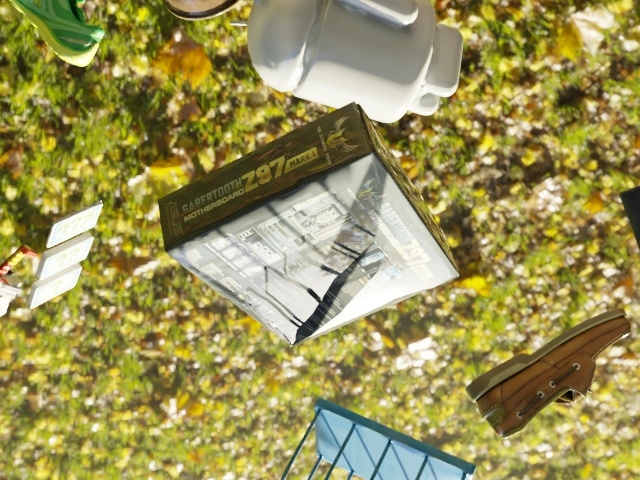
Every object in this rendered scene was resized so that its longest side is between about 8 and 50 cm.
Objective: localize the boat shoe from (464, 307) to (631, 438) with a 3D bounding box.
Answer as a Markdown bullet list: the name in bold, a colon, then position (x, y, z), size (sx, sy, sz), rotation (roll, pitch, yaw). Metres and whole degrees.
- **boat shoe**: position (0.380, 0.213, 1.288), size (0.307, 0.104, 0.111), rotation (-25, 157, -14)

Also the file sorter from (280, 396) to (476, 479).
- **file sorter**: position (0.052, 0.259, 0.817), size (0.170, 0.104, 0.118), rotation (21, 142, 18)

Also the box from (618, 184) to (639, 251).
- **box**: position (0.582, 0.031, 0.975), size (0.343, 0.313, 0.179), rotation (-14, 174, -31)

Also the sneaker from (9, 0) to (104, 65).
- **sneaker**: position (-0.548, -0.488, 1.657), size (0.123, 0.295, 0.109), rotation (-43, 175, 8)

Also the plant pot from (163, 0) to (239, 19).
- **plant pot**: position (-0.206, -0.463, 1.269), size (0.166, 0.167, 0.165), rotation (-23, 150, 5)

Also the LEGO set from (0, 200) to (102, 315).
- **LEGO set**: position (-0.374, 0.062, 1.003), size (0.244, 0.060, 0.182), rotation (-31, 162, -46)

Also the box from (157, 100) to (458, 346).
- **box**: position (0.000, 0.000, 0.705), size (0.183, 0.059, 0.232), rotation (-24, 147, 15)

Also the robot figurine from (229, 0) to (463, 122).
- **robot figurine**: position (0.039, -0.304, 1.251), size (0.353, 0.200, 0.300), rotation (15, 157, -13)
